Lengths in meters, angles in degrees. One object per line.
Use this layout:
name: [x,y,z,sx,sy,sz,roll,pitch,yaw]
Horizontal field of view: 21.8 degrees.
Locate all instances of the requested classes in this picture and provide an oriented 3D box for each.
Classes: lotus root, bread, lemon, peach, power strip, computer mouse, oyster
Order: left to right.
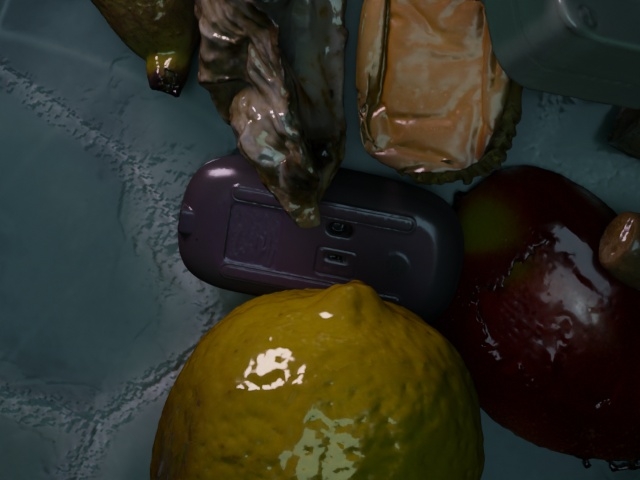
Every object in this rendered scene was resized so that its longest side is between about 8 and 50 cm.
lotus root: [-0.143,-0.208,1.319,0.108,0.094,0.190,-16,105,26]
oyster: [-0.040,-0.181,1.291,0.110,0.166,0.341,-3,97,35]
lemon: [-0.005,0.176,1.276,0.253,0.253,0.310,18,112,-1]
computer mouse: [0.001,0.000,1.347,0.232,0.057,0.120,10,106,6]
bread: [0.097,-0.140,1.310,0.132,0.114,0.190,7,87,10]
power strip: [0.171,-0.234,1.200,0.261,0.141,0.229,7,64,-34]
peach: [0.195,0.075,1.351,0.189,0.068,0.279,-33,94,6]

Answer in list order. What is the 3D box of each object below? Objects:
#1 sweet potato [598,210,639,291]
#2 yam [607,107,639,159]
sweet potato: [0.408,0.053,1.303,0.385,0.109,0.109,11,96,-12]
yam: [0.364,-0.071,1.321,0.259,0.093,0.093,19,96,-1]
